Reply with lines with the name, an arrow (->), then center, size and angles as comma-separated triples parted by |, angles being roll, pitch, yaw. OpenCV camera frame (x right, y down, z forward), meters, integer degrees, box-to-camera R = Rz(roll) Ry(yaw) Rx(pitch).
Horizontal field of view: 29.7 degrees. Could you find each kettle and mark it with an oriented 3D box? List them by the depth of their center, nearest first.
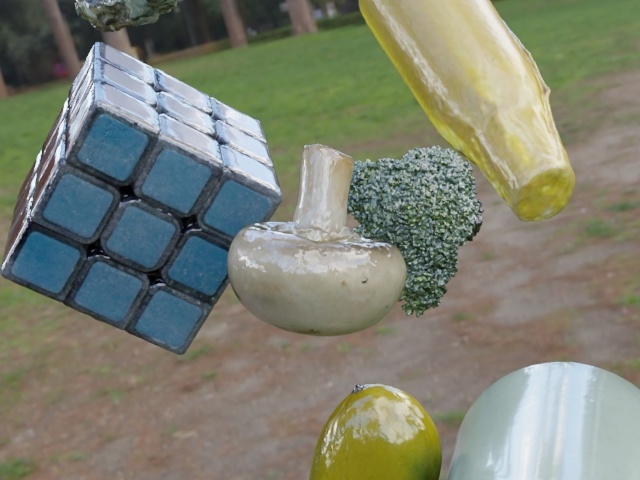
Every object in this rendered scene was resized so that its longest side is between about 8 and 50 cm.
kettle -> 0.260, 0.326, 1.160 | 0.250, 0.361, 0.376 | -38, -2, 16

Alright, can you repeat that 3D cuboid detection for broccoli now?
broccoli -> 0.131, -0.023, 1.963 | 0.221, 0.252, 0.361 | -9, 6, -7

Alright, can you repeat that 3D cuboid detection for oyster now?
oyster -> -0.321, -0.405, 1.984 | 0.252, 0.199, 0.087 | 35, 40, 28

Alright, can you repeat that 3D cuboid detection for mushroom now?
mushroom -> 0.000, 0.000, 1.376 | 0.207, 0.215, 0.207 | 7, 1, 0

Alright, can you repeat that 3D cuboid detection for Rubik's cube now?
Rubik's cube -> -0.263, -0.068, 1.783 | 0.301, 0.305, 0.304 | 25, 21, -19

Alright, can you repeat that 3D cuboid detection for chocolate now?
chocolate -> 0.184, -0.190, 1.474 | 0.162, 0.162, 0.445 | -17, 49, -8

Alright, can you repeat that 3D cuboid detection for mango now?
mango -> 0.052, 0.272, 1.308 | 0.137, 0.237, 0.091 | 18, 8, 10
